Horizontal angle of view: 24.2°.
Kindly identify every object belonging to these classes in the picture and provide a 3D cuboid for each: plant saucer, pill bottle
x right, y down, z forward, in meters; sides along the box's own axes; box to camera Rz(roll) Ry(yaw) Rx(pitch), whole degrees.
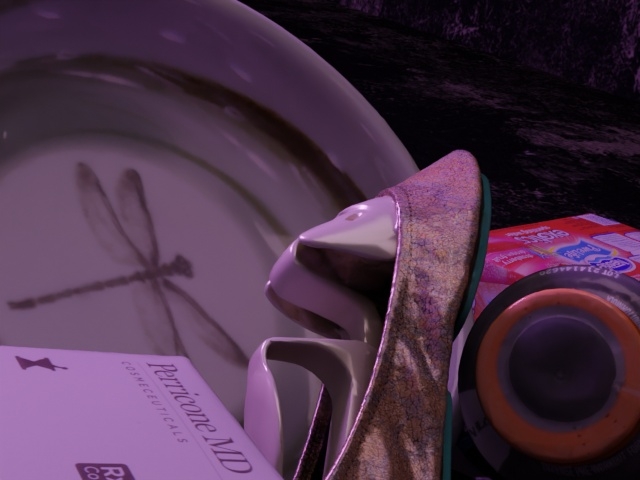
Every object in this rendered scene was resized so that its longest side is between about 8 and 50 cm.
[{"bbox_3d":[-0.102,0.015,0.845,0.400,0.100,0.400,20,47,-22],"label":"plant saucer"},{"bbox_3d":[0.151,0.084,0.844,0.130,0.130,0.246,18,-3,19],"label":"pill bottle"}]

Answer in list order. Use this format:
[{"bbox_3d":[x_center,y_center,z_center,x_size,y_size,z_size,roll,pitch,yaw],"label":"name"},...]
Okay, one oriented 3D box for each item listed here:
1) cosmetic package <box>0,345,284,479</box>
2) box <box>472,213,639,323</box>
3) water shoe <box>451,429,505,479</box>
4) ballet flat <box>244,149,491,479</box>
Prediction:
[{"bbox_3d":[-0.125,0.136,0.579,0.184,0.151,0.151,5,18,-27],"label":"cosmetic package"},{"bbox_3d":[0.193,0.063,1.155,0.128,0.122,0.257,23,18,33],"label":"box"},{"bbox_3d":[0.078,0.152,0.886,0.080,0.073,0.203,30,9,-31],"label":"water shoe"},{"bbox_3d":[0.021,0.054,0.758,0.106,0.107,0.316,22,45,-11],"label":"ballet flat"}]
